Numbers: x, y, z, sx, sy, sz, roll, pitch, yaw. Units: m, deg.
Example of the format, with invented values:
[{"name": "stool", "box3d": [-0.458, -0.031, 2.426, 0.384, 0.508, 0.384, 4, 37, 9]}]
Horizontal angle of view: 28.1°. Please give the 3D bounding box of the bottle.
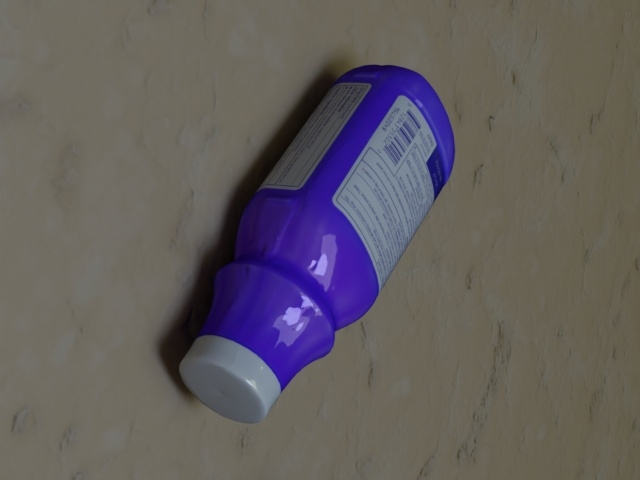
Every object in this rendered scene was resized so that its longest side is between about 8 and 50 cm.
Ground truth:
[{"name": "bottle", "box3d": [0.000, 0.000, 0.903, 0.283, 0.092, 0.118, -57, 138, -33]}]
